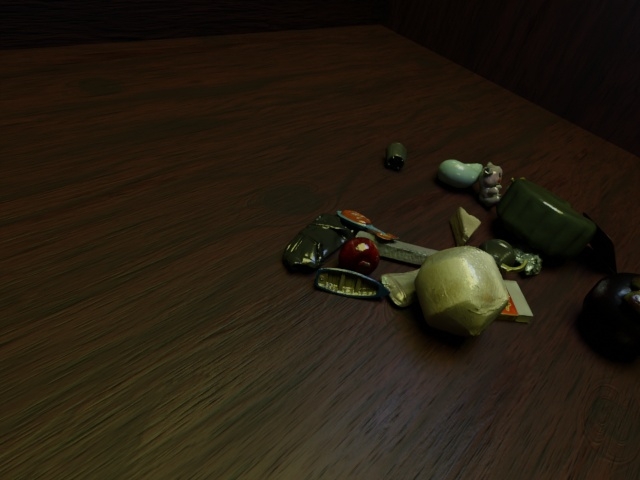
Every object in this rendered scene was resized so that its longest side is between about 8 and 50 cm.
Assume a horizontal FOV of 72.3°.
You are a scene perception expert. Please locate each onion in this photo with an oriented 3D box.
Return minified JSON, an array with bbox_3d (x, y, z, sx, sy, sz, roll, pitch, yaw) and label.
[{"bbox_3d":[0.121,0.051,1.357,0.131,0.131,0.131,10,41,-9],"label":"onion"}]

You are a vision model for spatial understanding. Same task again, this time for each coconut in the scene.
[{"bbox_3d":[0.407,0.153,1.251,0.245,0.245,0.247,-3,63,-23],"label":"coconut"}]

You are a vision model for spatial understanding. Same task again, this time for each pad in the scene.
[{"bbox_3d":[1.086,0.012,1.700,0.267,0.004,0.181,46,19,-42],"label":"pad"}]

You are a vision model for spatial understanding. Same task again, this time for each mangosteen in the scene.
[{"bbox_3d":[0.982,0.210,1.351,0.275,0.302,0.274,6,56,-10],"label":"mangosteen"}]

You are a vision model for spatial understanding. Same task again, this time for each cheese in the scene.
[{"bbox_3d":[0.155,-0.055,1.511,0.106,0.037,0.256,-3,26,-46],"label":"cheese"}]

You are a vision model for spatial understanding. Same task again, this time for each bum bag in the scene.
[{"bbox_3d":[0.000,0.000,1.405,0.142,0.079,0.326,28,42,16],"label":"bum bag"}]

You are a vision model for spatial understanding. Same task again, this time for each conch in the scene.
[{"bbox_3d":[0.610,-0.299,1.927,0.221,0.120,0.185,-3,38,-34],"label":"conch"}]

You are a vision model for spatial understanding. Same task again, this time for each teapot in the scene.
[{"bbox_3d":[0.616,0.069,1.508,0.166,0.130,0.119,20,51,34],"label":"teapot"}]

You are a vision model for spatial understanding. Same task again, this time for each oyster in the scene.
[{"bbox_3d":[0.765,0.067,1.621,0.125,0.064,0.177,4,41,-10],"label":"oyster"}]

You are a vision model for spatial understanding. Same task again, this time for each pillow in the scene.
[{"bbox_3d":[0.300,0.142,1.384,0.233,0.038,0.130,-7,46,-28],"label":"pillow"}]

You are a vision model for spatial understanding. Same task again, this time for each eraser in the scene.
[{"bbox_3d":[0.558,0.186,1.430,0.231,0.038,0.157,8,41,-10],"label":"eraser"}]

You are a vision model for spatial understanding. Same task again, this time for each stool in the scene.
[{"bbox_3d":[0.332,-0.369,1.929,0.096,0.096,0.110,15,46,-3],"label":"stool"}]

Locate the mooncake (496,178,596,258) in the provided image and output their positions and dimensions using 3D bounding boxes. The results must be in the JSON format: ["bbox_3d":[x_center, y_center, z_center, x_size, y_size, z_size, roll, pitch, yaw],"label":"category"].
[{"bbox_3d":[0.850,-0.081,1.682,0.352,0.187,0.351,22,30,-14],"label":"mooncake"}]

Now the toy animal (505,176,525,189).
[{"bbox_3d":[0.848,-0.212,1.885,0.136,0.181,0.073,-35,43,-30],"label":"toy animal"}]

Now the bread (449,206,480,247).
[{"bbox_3d":[0.522,-0.047,1.645,0.105,0.077,0.152,38,41,16],"label":"bread"}]

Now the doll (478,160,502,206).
[{"bbox_3d":[0.723,-0.238,1.861,0.095,0.191,0.149,1,14,29],"label":"doll"}]

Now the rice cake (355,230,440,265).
[{"bbox_3d":[0.288,0.040,1.479,0.365,0.056,0.072,13,28,-5],"label":"rice cake"}]

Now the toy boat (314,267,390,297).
[{"bbox_3d":[0.096,0.130,1.310,0.229,0.080,0.046,11,6,-7],"label":"toy boat"}]
